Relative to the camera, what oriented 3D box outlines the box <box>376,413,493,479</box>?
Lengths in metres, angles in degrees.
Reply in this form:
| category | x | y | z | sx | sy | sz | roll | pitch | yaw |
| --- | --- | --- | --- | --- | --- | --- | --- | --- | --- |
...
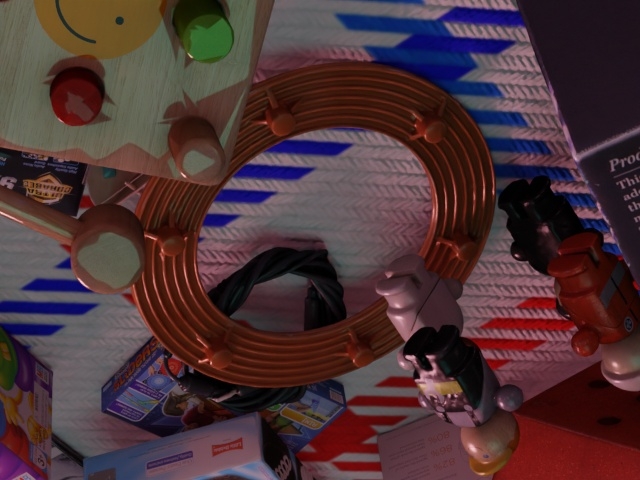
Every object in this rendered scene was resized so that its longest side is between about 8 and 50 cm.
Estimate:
| category | x | y | z | sx | sy | sz | roll | pitch | yaw |
| --- | --- | --- | --- | --- | --- | --- | --- | --- | --- |
| box | 0.141 | 0.264 | 1.601 | 0.130 | 0.170 | 0.091 | -22 | 133 | 14 |

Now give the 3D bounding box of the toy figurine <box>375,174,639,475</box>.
| category | x | y | z | sx | sy | sz | roll | pitch | yaw |
| --- | --- | --- | --- | --- | --- | --- | --- | --- | --- |
| toy figurine | 0.168 | 0.072 | 1.341 | 0.209 | 0.213 | 0.148 | -34 | 115 | 3 |

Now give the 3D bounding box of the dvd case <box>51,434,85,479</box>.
| category | x | y | z | sx | sy | sz | roll | pitch | yaw |
| --- | --- | --- | --- | --- | --- | --- | --- | --- | --- |
| dvd case | -0.278 | 0.295 | 1.672 | 0.164 | 0.018 | 0.221 | -29 | 130 | 18 |

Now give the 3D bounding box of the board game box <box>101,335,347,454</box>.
| category | x | y | z | sx | sy | sz | roll | pitch | yaw |
| --- | --- | --- | --- | --- | --- | --- | --- | --- | --- |
| board game box | -0.094 | 0.155 | 1.557 | 0.201 | 0.035 | 0.136 | 29 | 123 | -30 |

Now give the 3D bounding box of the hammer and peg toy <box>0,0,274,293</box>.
| category | x | y | z | sx | sy | sz | roll | pitch | yaw |
| --- | --- | --- | --- | --- | --- | --- | --- | --- | --- |
| hammer and peg toy | -0.180 | -0.128 | 1.151 | 0.266 | 0.127 | 0.361 | 11 | 111 | -18 |

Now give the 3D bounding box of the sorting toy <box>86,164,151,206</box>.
| category | x | y | z | sx | sy | sz | roll | pitch | yaw |
| --- | --- | --- | --- | --- | --- | --- | --- | --- | --- |
| sorting toy | -0.172 | -0.072 | 1.333 | 0.083 | 0.045 | 0.075 | -33 | 118 | 31 |

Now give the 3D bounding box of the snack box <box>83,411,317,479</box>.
| category | x | y | z | sx | sy | sz | roll | pitch | yaw |
| --- | --- | --- | --- | --- | --- | --- | --- | --- | --- |
| snack box | -0.088 | 0.290 | 1.627 | 0.187 | 0.060 | 0.322 | -17 | 143 | 13 |

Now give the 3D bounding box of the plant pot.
| category | x | y | z | sx | sy | sz | roll | pitch | yaw |
| --- | --- | --- | --- | --- | --- | --- | --- | --- | --- |
| plant pot | 0.301 | 0.245 | 1.425 | 0.267 | 0.267 | 0.236 | -23 | 113 | -37 |

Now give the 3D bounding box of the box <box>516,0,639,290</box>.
| category | x | y | z | sx | sy | sz | roll | pitch | yaw |
| --- | --- | --- | --- | --- | --- | --- | --- | --- | --- |
| box | 0.320 | -0.070 | 1.233 | 0.212 | 0.293 | 0.395 | -23 | 131 | 13 |

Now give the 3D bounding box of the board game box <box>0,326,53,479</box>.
| category | x | y | z | sx | sy | sz | roll | pitch | yaw |
| --- | --- | --- | --- | --- | --- | --- | --- | --- | --- |
| board game box | -0.376 | 0.120 | 1.409 | 0.144 | 0.142 | 0.275 | -27 | 131 | 16 |

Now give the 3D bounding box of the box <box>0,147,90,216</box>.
| category | x | y | z | sx | sy | sz | roll | pitch | yaw |
| --- | --- | --- | --- | --- | --- | --- | --- | --- | --- |
| box | -0.279 | -0.118 | 1.247 | 0.220 | 0.051 | 0.175 | 9 | 121 | -17 |

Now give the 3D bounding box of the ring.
| category | x | y | z | sx | sy | sz | roll | pitch | yaw |
| --- | --- | --- | --- | --- | --- | --- | --- | --- | --- |
| ring | 0.000 | 0.000 | 1.377 | 0.336 | 0.032 | 0.337 | -12 | 128 | -16 |

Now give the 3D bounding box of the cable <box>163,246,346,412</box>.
| category | x | y | z | sx | sy | sz | roll | pitch | yaw |
| --- | --- | --- | --- | --- | --- | --- | --- | --- | --- |
| cable | -0.045 | 0.084 | 1.463 | 0.150 | 0.047 | 0.184 | 34 | 103 | -31 |
